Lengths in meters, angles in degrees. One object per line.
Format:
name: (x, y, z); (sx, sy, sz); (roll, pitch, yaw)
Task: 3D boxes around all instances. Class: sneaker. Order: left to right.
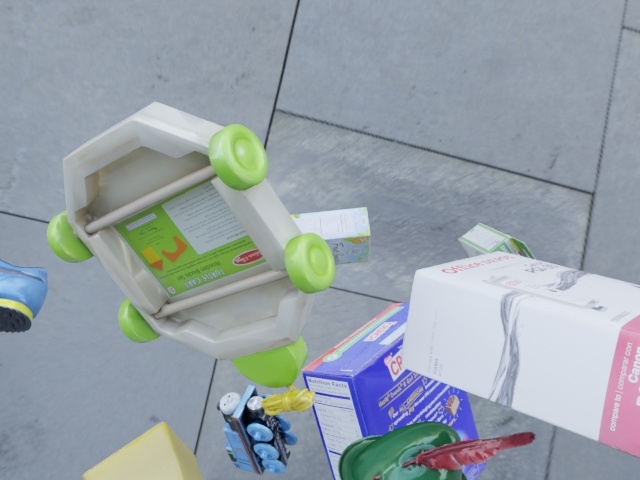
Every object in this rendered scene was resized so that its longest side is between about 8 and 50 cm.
sneaker: (-0.411, 0.042, 0.760); (0.209, 0.069, 0.082); (11, 53, -10)

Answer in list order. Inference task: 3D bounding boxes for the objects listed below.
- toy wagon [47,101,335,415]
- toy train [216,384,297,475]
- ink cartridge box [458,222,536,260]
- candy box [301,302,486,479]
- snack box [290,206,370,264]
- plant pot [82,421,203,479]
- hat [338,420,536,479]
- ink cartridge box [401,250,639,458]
toy wagon: (-0.112, 0.035, 0.696); (0.344, 0.267, 0.068); (56, 37, -21)
toy train: (-0.104, 0.306, 1.097); (0.105, 0.184, 0.080); (6, 45, 21)
ink cartridge box: (0.363, 0.040, 1.372); (0.062, 0.209, 0.109); (-37, 105, -2)
candy box: (0.129, 0.295, 1.122); (0.268, 0.122, 0.317); (-26, 106, -45)
snack box: (0.000, 0.000, 1.458); (0.207, 0.174, 0.070); (-7, 70, 1)
plant pot: (-0.371, 0.581, 1.552); (0.212, 0.212, 0.187); (-32, 50, -12)
hat: (0.140, 0.241, 0.871); (0.208, 0.173, 0.183); (15, 113, 10)
ink cartridge box: (0.258, 0.104, 0.726); (0.207, 0.283, 0.117); (-8, 109, -50)
